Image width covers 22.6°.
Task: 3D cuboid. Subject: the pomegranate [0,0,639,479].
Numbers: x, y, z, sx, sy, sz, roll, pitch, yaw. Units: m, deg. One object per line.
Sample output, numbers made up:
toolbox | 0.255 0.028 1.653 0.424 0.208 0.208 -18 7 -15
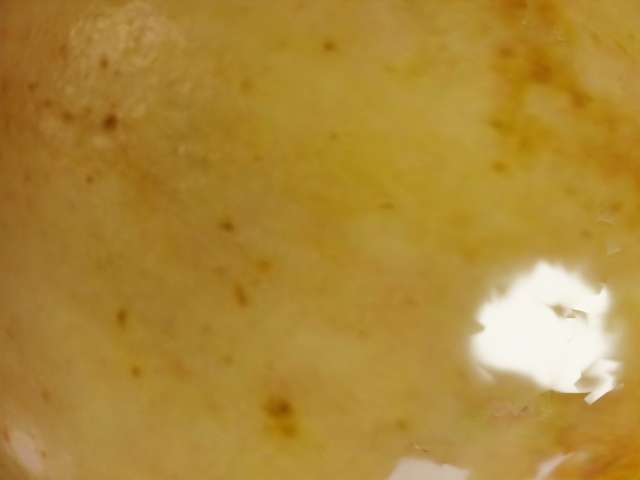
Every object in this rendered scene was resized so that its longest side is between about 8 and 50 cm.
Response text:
pomegranate | 0.000 0.000 0.583 0.338 0.338 0.338 -14 170 -2
